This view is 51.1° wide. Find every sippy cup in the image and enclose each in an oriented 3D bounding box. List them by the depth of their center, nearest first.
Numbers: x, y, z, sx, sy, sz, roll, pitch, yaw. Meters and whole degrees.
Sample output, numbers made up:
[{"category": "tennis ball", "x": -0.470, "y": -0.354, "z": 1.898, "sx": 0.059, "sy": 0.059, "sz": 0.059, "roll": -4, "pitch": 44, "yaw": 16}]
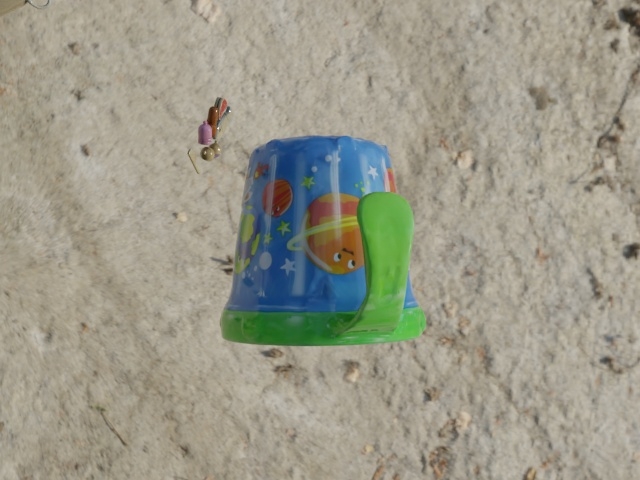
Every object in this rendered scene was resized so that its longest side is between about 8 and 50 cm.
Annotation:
[{"category": "sippy cup", "x": 0.000, "y": 0.000, "z": 0.780, "sx": 0.240, "sy": 0.305, "sz": 0.224, "roll": 5, "pitch": 83, "yaw": -58}]

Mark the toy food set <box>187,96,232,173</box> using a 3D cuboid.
[{"category": "toy food set", "x": -0.154, "y": -0.158, "z": 0.971, "sx": 0.019, "sy": 0.078, "sz": 0.122, "roll": 14, "pitch": 66, "yaw": 13}]

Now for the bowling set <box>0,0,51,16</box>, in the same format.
[{"category": "bowling set", "x": -0.471, "y": -0.464, "z": 1.019, "sx": 0.154, "sy": 0.200, "sz": 0.287, "roll": -22, "pitch": 96, "yaw": -4}]
